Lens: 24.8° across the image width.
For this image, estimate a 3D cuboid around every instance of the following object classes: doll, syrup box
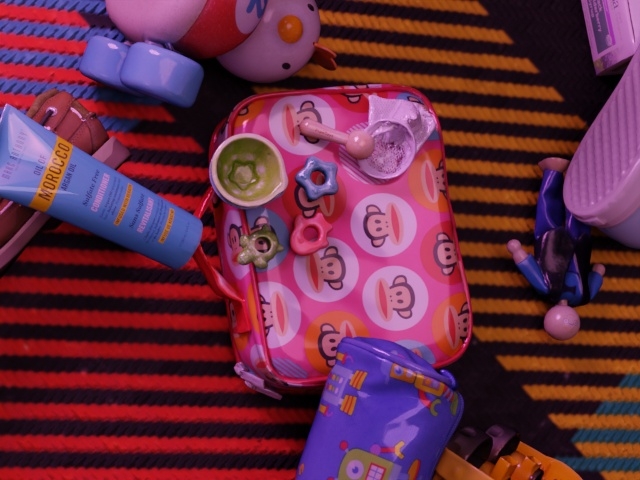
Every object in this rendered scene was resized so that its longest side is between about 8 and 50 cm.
[{"bbox_3d":[0.251,0.011,1.526,0.129,0.046,0.189,9,77,-29],"label":"doll"},{"bbox_3d":[0.416,-0.247,1.603,0.236,0.096,0.093,-8,83,-18],"label":"syrup box"}]

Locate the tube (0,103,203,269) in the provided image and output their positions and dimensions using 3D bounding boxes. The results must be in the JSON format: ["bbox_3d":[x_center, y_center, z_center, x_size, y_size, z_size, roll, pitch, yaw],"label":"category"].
[{"bbox_3d":[-0.203,-0.039,1.293,0.207,0.052,0.080,28,63,-28],"label":"tube"}]

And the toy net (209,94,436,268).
[{"bbox_3d":[0.015,-0.064,1.341,0.232,0.045,0.122,-22,85,-17],"label":"toy net"}]

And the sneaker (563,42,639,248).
[{"bbox_3d":[0.403,-0.150,1.499,0.150,0.135,0.366,31,102,-33],"label":"sneaker"}]

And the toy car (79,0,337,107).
[{"bbox_3d":[-0.069,-0.215,1.388,0.238,0.210,0.219,20,90,-30],"label":"toy car"}]

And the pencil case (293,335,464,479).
[{"bbox_3d":[0.035,0.241,1.286,0.133,0.119,0.306,16,87,11],"label":"pencil case"}]

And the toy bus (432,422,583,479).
[{"bbox_3d":[0.163,0.299,1.388,0.149,0.220,0.211,32,100,23],"label":"toy bus"}]

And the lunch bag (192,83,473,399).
[{"bbox_3d":[0.000,0.000,1.405,0.258,0.120,0.293,-5,83,-19],"label":"lunch bag"}]

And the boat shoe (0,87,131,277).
[{"bbox_3d":[-0.312,-0.016,1.315,0.104,0.110,0.307,47,58,-6],"label":"boat shoe"}]
